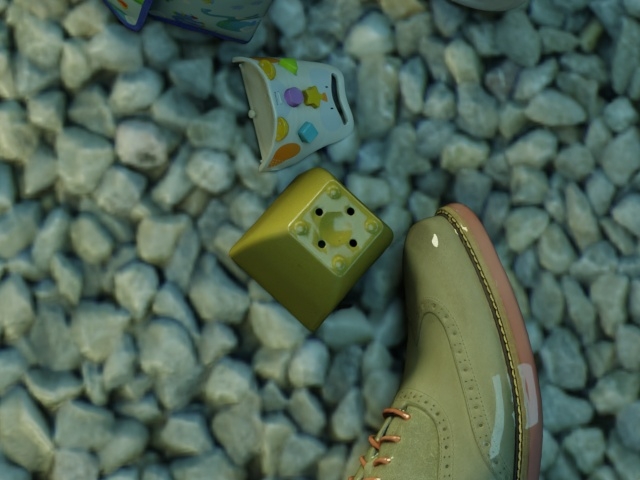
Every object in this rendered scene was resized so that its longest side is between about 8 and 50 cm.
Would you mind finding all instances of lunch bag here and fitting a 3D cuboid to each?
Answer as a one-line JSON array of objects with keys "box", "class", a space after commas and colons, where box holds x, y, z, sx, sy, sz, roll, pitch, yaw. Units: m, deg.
[{"box": [-0.099, -0.198, 1.036, 0.151, 0.129, 0.096, 15, 75, -11], "class": "lunch bag"}]

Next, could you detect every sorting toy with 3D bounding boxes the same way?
[{"box": [-0.012, -0.096, 1.088, 0.075, 0.045, 0.083, -8, 80, -35], "class": "sorting toy"}]

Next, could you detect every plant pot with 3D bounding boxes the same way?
[{"box": [0.000, 0.000, 1.042, 0.081, 0.083, 0.081, 42, 73, -2], "class": "plant pot"}]

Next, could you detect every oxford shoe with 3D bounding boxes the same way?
[{"box": [0.071, 0.147, 1.012, 0.130, 0.123, 0.348, -3, 78, -9], "class": "oxford shoe"}]

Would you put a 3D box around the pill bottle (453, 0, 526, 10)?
[{"box": [0.135, -0.269, 1.118, 0.112, 0.112, 0.187, 29, 73, -6], "class": "pill bottle"}]
